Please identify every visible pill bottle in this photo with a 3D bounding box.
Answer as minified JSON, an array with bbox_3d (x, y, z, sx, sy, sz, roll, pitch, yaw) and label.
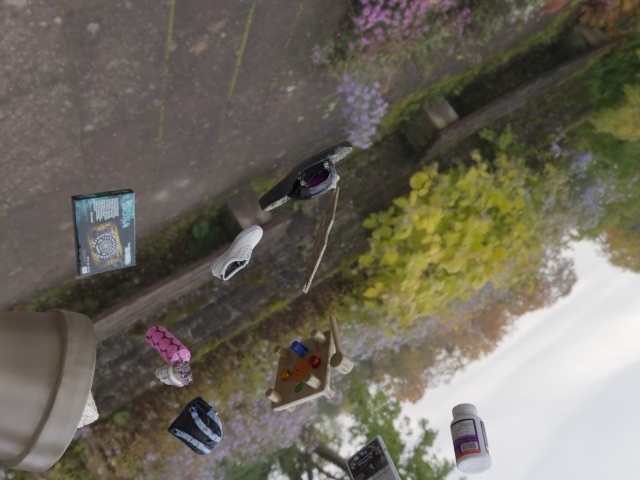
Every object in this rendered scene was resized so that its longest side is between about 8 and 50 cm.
[{"bbox_3d":[0.457,0.605,1.913,0.108,0.108,0.193,-39,-149,31],"label":"pill bottle"}]

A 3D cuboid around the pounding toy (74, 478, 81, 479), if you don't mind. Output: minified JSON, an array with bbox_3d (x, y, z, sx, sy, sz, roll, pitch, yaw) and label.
[{"bbox_3d":[-0.631,0.716,1.648,0.100,0.141,0.130,-15,-131,54],"label":"pounding toy"}]

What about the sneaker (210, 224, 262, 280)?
[{"bbox_3d":[-0.306,0.054,2.407,0.258,0.091,0.094,-49,142,-7],"label":"sneaker"}]

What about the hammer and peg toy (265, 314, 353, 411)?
[{"bbox_3d":[-0.019,0.433,2.170,0.361,0.127,0.266,-29,-145,31],"label":"hammer and peg toy"}]

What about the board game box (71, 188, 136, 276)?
[{"bbox_3d":[-0.463,-0.017,1.338,0.126,0.026,0.186,-12,125,-32],"label":"board game box"}]

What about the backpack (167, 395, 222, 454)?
[{"bbox_3d":[-0.427,0.665,2.220,0.158,0.173,0.117,-52,174,7],"label":"backpack"}]

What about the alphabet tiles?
[{"bbox_3d":[0.000,0.000,2.061,0.285,0.011,0.342,-80,-171,-48],"label":"alphabet tiles"}]

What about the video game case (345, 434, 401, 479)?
[{"bbox_3d":[0.173,0.764,2.047,0.022,0.173,0.190,5,137,-40],"label":"video game case"}]

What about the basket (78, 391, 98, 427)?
[{"bbox_3d":[-0.978,0.521,2.105,0.328,0.266,0.331,-25,153,-13],"label":"basket"}]

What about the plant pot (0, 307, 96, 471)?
[{"bbox_3d":[-0.636,0.260,1.193,0.280,0.323,0.323,25,129,-36],"label":"plant pot"}]

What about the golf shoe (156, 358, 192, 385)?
[{"bbox_3d":[-0.385,0.352,1.620,0.086,0.067,0.186,-12,168,-9],"label":"golf shoe"}]

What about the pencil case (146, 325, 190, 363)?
[{"bbox_3d":[-0.592,0.415,2.400,0.095,0.209,0.098,-25,130,-31],"label":"pencil case"}]

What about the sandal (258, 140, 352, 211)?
[{"bbox_3d":[-0.029,-0.167,1.834,0.168,0.107,0.446,-27,177,-35],"label":"sandal"}]
